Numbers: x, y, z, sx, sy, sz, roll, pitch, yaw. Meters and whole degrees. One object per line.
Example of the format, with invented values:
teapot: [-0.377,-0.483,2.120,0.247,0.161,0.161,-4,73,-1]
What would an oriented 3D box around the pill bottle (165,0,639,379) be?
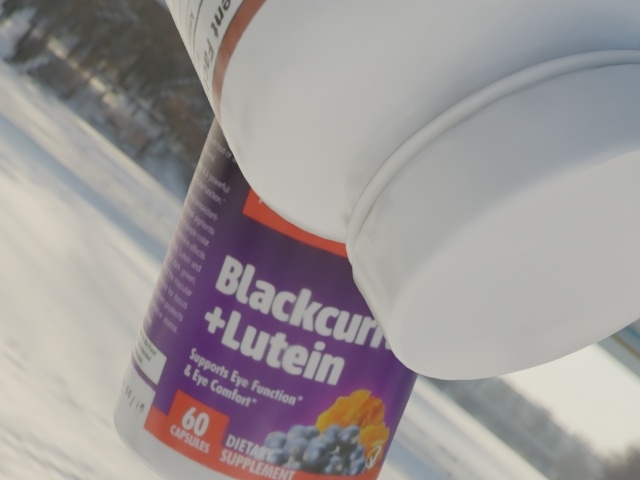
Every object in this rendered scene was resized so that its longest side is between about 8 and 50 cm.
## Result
pill bottle: [0.019,-0.078,0.417,0.121,0.121,0.216,43,19,-59]

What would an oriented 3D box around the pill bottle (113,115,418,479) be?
pill bottle: [0.000,0.000,0.612,0.108,0.193,0.108,19,13,-4]
